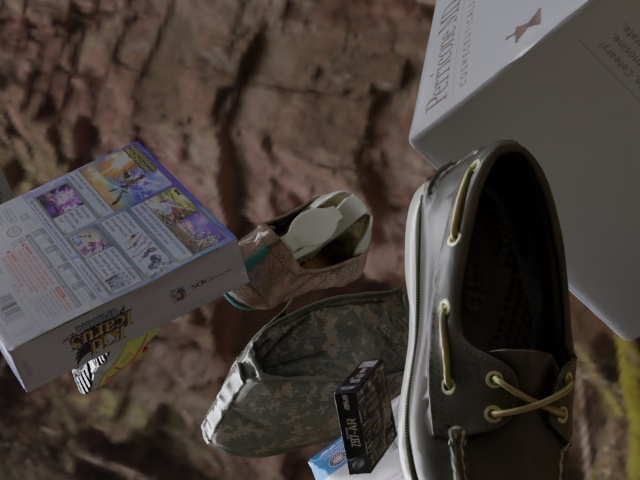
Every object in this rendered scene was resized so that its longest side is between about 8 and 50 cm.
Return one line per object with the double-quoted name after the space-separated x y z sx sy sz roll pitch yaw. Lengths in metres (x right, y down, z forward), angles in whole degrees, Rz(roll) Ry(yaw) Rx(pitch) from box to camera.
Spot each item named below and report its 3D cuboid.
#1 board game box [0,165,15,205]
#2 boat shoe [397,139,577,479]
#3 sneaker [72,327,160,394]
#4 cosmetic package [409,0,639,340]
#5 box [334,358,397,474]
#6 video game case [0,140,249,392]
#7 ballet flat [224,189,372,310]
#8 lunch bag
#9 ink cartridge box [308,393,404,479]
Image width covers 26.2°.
-0.536 -0.108 1.754 0.224 0.097 0.303 -31 -77 -47 "board game box"
0.115 0.081 0.902 0.091 0.109 0.305 137 135 -60 "boat shoe"
-0.254 0.132 1.708 0.094 0.208 0.081 -17 -98 -30 "sneaker"
0.349 -0.184 1.357 0.327 0.394 0.329 40 -148 -18 "cosmetic package"
0.036 0.136 1.070 0.083 0.018 0.067 -38 -61 -68 "box"
-0.239 0.018 1.416 0.244 0.269 0.061 -28 -54 -16 "video game case"
0.000 0.000 1.525 0.106 0.107 0.316 -49 -8 26 "ballet flat"
-0.023 0.197 2.003 0.287 0.169 0.235 -7 -30 -30 "lunch bag"
0.123 0.339 1.689 0.171 0.232 0.168 -35 -57 6 "ink cartridge box"
